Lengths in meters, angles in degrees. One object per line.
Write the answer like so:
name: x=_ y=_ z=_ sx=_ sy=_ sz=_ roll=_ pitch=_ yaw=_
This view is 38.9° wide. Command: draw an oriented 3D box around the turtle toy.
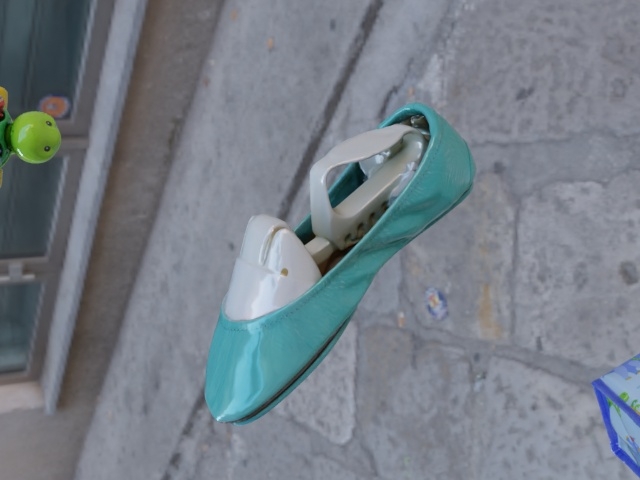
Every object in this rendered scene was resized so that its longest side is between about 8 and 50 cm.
turtle toy: x=-0.286 y=-0.090 z=0.761 sx=0.066 sy=0.130 sz=0.095 roll=171 pitch=101 yaw=-66

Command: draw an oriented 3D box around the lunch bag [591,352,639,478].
lunch bag: x=0.267 y=0.120 z=0.551 sx=0.096 sy=0.129 sz=0.151 roll=62 pitch=172 yaw=-33

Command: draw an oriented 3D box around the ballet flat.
ballet flat: x=0.000 y=0.000 z=0.565 sx=0.083 sy=0.247 sz=0.087 roll=14 pitch=143 yaw=53
